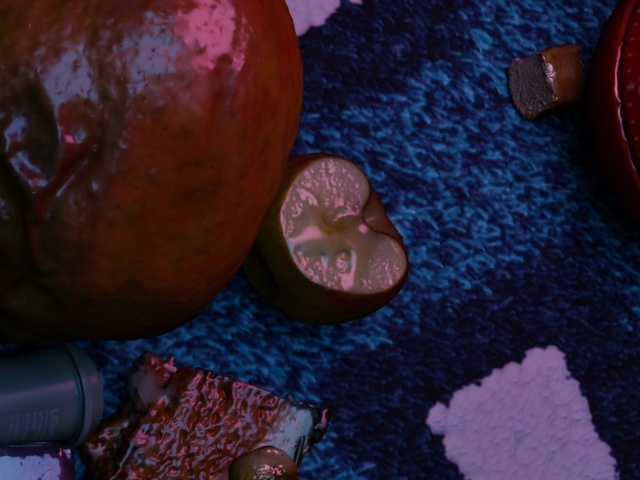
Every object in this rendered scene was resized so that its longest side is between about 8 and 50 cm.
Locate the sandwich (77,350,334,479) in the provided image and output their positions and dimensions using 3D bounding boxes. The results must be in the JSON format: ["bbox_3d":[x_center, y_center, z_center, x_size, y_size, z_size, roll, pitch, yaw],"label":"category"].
[{"bbox_3d":[-0.150,0.242,1.787,0.212,0.109,0.292,37,67,-3],"label":"sandwich"}]

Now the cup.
[{"bbox_3d":[-0.307,0.165,1.721,0.141,0.120,0.120,-12,84,-37],"label":"cup"}]

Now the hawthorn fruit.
[{"bbox_3d":[-0.245,-0.112,1.653,0.472,0.472,0.471,4,78,-19],"label":"hawthorn fruit"}]

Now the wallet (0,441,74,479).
[{"bbox_3d":[-0.313,0.323,1.750,0.119,0.025,0.232,1,79,-19],"label":"wallet"}]

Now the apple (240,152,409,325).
[{"bbox_3d":[0.000,0.000,1.856,0.173,0.160,0.195,-28,92,-19],"label":"apple"}]

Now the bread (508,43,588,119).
[{"bbox_3d":[0.279,-0.193,2.046,0.070,0.077,0.083,-8,82,-33],"label":"bread"}]

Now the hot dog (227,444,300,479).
[{"bbox_3d":[-0.049,0.334,1.740,0.083,0.068,0.289,-26,131,-29],"label":"hot dog"}]

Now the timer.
[{"bbox_3d":[0.493,-0.160,1.993,0.378,0.279,0.378,7,78,-34],"label":"timer"}]
